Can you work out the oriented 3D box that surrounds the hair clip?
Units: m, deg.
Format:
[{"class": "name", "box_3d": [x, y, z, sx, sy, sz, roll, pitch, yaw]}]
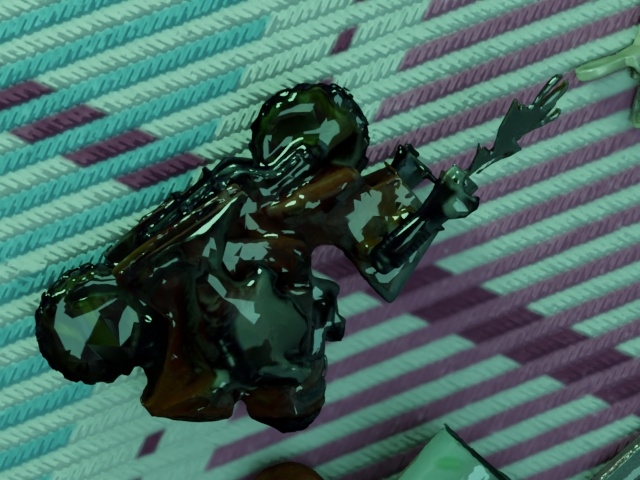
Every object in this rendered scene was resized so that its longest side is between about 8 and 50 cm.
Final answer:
[{"class": "hair clip", "box_3d": [0.269, -0.197, 1.386, 0.072, 0.034, 0.226, 27, 93, -16]}]

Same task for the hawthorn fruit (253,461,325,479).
[{"class": "hawthorn fruit", "box_3d": [-0.016, 0.212, 1.373, 0.093, 0.093, 0.093, -2, 101, -13]}]

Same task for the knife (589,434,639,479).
[{"class": "knife", "box_3d": [0.263, 0.188, 1.448, 0.278, 0.053, 0.123, -40, 111, -3]}]

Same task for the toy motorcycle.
[{"class": "toy motorcycle", "box_3d": [0.000, 0.000, 1.310, 0.401, 0.134, 0.207, -41, 107, -1]}]

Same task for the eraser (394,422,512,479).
[{"class": "eraser", "box_3d": [0.053, 0.251, 1.361, 0.081, 0.174, 0.227, 41, 89, 25]}]
